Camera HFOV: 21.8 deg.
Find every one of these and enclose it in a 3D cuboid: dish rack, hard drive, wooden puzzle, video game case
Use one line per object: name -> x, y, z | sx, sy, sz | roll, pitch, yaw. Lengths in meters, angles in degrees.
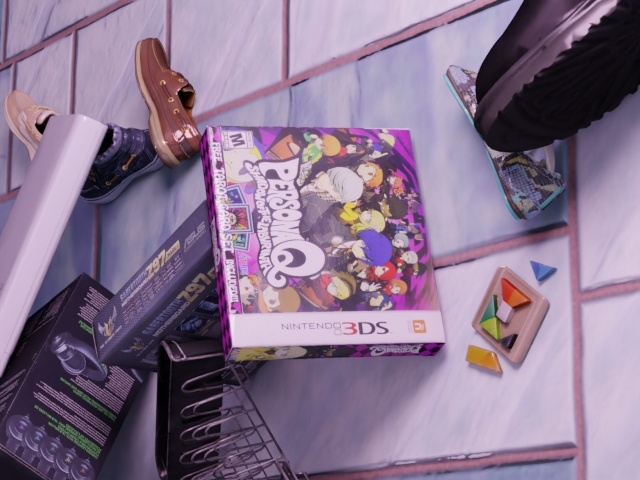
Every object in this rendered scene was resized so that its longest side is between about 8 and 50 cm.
dish rack -> -0.086, 0.246, 1.679 | 0.208, 0.074, 0.271 | 95, 151, -42
hard drive -> -0.343, 0.001, 1.952 | 0.307, 0.040, 0.203 | -67, 19, -4
wooden puzzle -> 0.169, 0.067, 1.508 | 0.078, 0.014, 0.116 | 31, 105, 50
video game case -> 0.000, 0.000, 1.584 | 0.042, 0.210, 0.232 | 123, 143, -60

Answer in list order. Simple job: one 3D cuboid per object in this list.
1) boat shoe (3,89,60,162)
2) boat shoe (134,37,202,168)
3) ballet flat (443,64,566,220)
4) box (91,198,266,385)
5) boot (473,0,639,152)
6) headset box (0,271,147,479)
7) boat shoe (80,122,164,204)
boat shoe -> -0.366, -0.148, 2.207 | 0.059, 0.063, 0.170 | -52, 54, 26
boat shoe -> -0.176, -0.169, 1.976 | 0.060, 0.064, 0.178 | -23, 60, 12
ballet flat -> 0.173, -0.100, 1.520 | 0.070, 0.070, 0.188 | -48, 49, 33
box -> -0.099, 0.058, 1.711 | 0.232, 0.183, 0.059 | -45, 47, 36
boot -> 0.216, -0.269, 1.435 | 0.348, 0.131, 0.260 | -46, 54, 20
headset box -> -0.336, 0.218, 1.907 | 0.246, 0.131, 0.283 | -37, 22, 40
boat shoe -> -0.268, -0.099, 2.047 | 0.183, 0.083, 0.065 | -27, 60, 45
